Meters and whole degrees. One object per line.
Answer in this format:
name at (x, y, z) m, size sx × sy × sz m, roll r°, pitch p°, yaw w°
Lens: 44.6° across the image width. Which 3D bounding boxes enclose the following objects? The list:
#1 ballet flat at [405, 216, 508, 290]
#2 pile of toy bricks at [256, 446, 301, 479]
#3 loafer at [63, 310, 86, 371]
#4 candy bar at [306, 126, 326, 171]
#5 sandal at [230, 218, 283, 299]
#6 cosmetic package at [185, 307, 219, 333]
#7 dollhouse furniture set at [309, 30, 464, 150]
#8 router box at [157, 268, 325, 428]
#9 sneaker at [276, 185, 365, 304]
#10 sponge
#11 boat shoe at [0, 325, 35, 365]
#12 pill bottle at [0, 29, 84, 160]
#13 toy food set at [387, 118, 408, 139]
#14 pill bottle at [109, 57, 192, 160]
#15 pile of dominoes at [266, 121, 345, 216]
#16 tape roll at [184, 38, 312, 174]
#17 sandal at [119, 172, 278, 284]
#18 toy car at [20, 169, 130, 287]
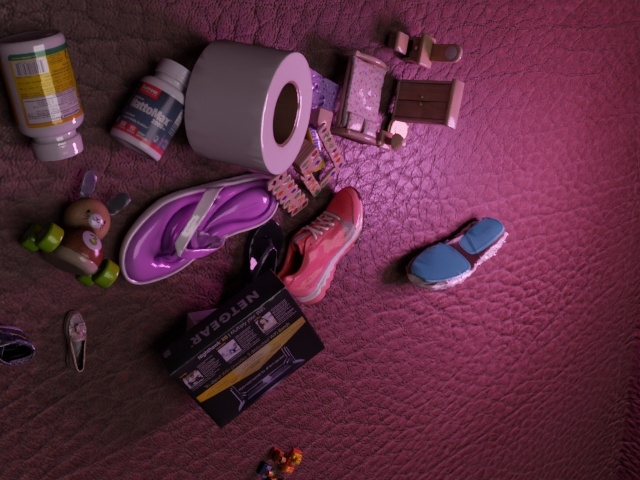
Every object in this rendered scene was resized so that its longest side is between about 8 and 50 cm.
ballet flat at (0.401, 0.066, 2.290) m, size 0.408 × 0.147 × 0.147 m, roll -27°, pitch 122°, yaw -34°
pile of toy bricks at (-0.107, 0.653, 2.045) m, size 0.118 × 0.105 × 0.212 m, roll 33°, pitch 82°, yaw -45°
loafer at (-0.487, 0.204, 1.568) m, size 0.045 × 0.039 × 0.125 m, roll -10°, pitch 112°, yaw -40°
candy bar at (-0.017, -0.242, 1.856) m, size 0.040 × 0.018 × 0.162 m, roll -31°, pitch 125°, yaw -31°
sandal at (-0.139, 0.074, 1.833) m, size 0.097 × 0.054 × 0.255 m, roll 11°, pitch 98°, yaw -45°
cosmetic package at (-0.190, 0.201, 1.795) m, size 0.239 × 0.060 × 0.099 m, roll -7°, pitch 122°, yaw -31°
dollhouse furniture set at (0.171, -0.374, 1.828) m, size 0.355 × 0.173 × 0.303 m, roll 8°, pitch 93°, yaw -50°
router box at (-0.168, 0.245, 1.740) m, size 0.308 × 0.081 × 0.243 m, roll -37°, pitch 134°, yaw -9°
sneaker at (0.000, 0.001, 1.895) m, size 0.136 × 0.116 × 0.314 m, roll 31°, pitch 84°, yaw -43°
sponge at (-0.050, -0.337, 1.763) m, size 0.210 × 0.031 × 0.117 m, roll 22°, pitch 83°, yaw -41°
boat shoe at (-0.613, 0.187, 1.412) m, size 0.183 × 0.083 × 0.065 m, roll 4°, pitch 102°, yaw -44°
pill bottle at (-0.477, -0.249, 1.352) m, size 0.117 × 0.117 × 0.209 m, roll -26°, pitch 121°, yaw -34°
toy food set at (0.201, -0.288, 2.040) m, size 0.082 × 0.020 × 0.083 m, roll -21°, pitch 119°, yaw -37°
pill bottle at (-0.316, -0.255, 1.507) m, size 0.108 × 0.108 × 0.180 m, roll 35°, pitch 80°, yaw -44°
pile of dominoes at (-0.020, -0.146, 1.792) m, size 0.196 × 0.040 × 0.251 m, roll -49°, pitch 159°, yaw -5°
tape roll at (-0.140, -0.267, 1.563) m, size 0.246 × 0.169 × 0.246 m, roll 14°, pitch 90°, yaw -73°
sandal at (-0.239, -0.038, 1.662) m, size 0.416 × 0.102 × 0.169 m, roll -33°, pitch 125°, yaw -33°
toy car at (-0.436, -0.030, 1.469) m, size 0.155 × 0.149 × 0.188 m, roll 39°, pitch 66°, yaw -33°
